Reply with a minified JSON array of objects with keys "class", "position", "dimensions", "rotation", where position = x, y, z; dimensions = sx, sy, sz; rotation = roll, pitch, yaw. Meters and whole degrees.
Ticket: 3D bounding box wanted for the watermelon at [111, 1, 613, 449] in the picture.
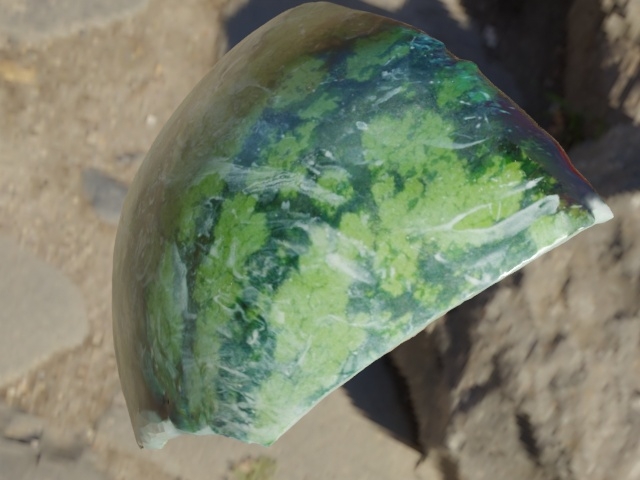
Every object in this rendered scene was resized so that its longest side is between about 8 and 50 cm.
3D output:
[{"class":"watermelon","position":[0.000,0.000,0.888],"dimensions":[0.180,0.305,0.224],"rotation":[15,73,-20]}]
